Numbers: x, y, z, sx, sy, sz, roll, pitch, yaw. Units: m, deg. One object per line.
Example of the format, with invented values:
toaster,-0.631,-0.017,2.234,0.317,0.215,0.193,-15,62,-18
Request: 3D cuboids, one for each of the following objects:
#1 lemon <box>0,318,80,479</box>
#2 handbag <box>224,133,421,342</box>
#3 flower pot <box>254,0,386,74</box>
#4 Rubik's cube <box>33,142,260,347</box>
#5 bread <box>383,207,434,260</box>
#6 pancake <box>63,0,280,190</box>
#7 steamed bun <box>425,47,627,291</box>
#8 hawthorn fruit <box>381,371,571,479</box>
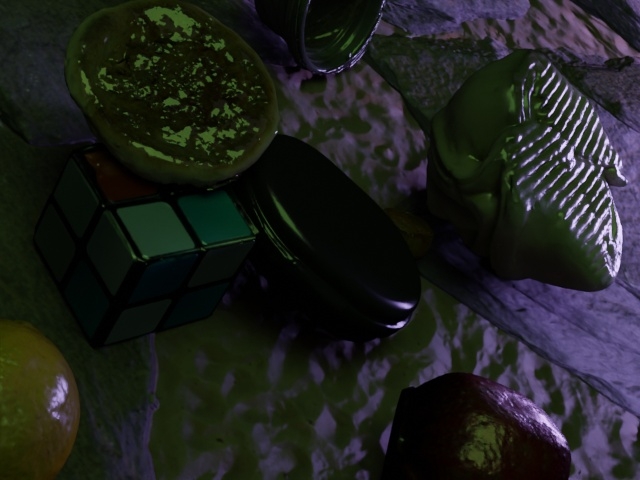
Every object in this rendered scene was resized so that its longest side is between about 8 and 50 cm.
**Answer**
lemon,-0.333,0.176,1.343,0.188,0.188,0.257,29,38,-5
handbag,-0.001,0.001,1.719,0.308,0.093,0.254,42,28,-18
flower pot,-0.010,-0.378,2.064,0.140,0.236,0.235,29,37,30
Rubik's cube,-0.208,-0.005,1.604,0.183,0.167,0.180,-17,63,-40
bread,0.112,-0.005,1.886,0.085,0.053,0.085,22,23,-10
pancake,-0.171,-0.183,1.619,0.282,0.049,0.282,12,52,-17
steamed bun,0.278,-0.084,1.952,0.324,0.219,0.310,35,51,-36
hawthorn fruit,0.189,0.267,1.579,0.249,0.215,0.215,21,42,-25
